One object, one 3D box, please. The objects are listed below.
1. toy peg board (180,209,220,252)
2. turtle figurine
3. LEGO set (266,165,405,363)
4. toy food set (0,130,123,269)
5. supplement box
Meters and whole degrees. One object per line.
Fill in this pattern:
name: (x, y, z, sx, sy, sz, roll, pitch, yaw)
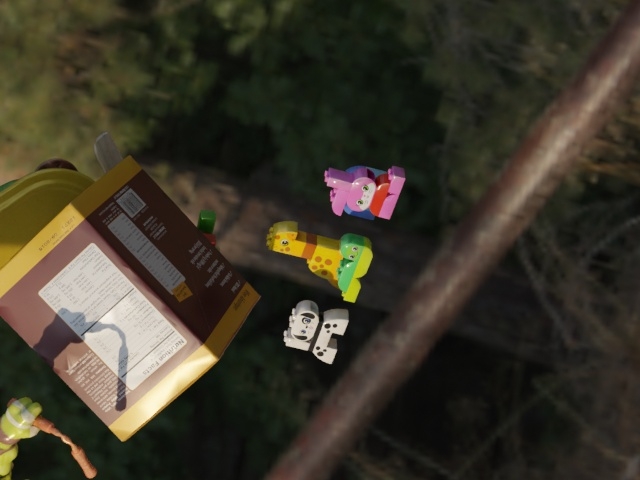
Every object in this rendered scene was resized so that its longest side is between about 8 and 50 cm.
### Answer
toy peg board: (-0.186, 0.026, 1.816, 0.160, 0.161, 0.079, -102, 21, -53)
turtle figurine: (-0.327, 0.194, 1.412, 0.087, 0.217, 0.269, -49, -1, -36)
LEGO set: (0.000, 0.000, 1.535, 0.087, 0.093, 0.227, -92, 19, -57)
toy food set: (-0.290, -0.024, 1.656, 0.218, 0.128, 0.071, -33, 30, -1)
supplement box: (-0.184, 0.050, 1.490, 0.129, 0.194, 0.191, -41, 6, 18)
